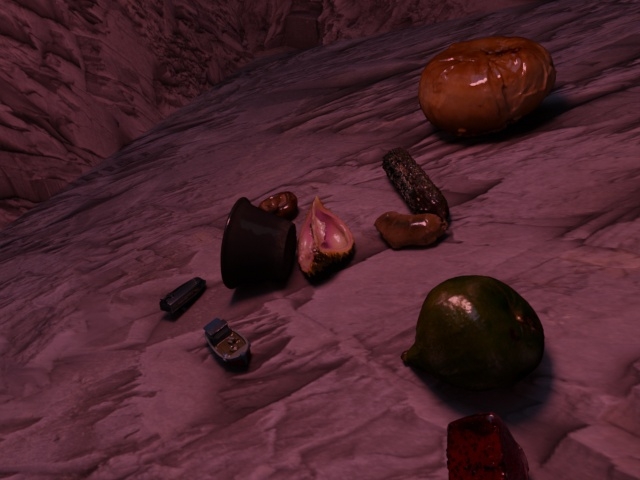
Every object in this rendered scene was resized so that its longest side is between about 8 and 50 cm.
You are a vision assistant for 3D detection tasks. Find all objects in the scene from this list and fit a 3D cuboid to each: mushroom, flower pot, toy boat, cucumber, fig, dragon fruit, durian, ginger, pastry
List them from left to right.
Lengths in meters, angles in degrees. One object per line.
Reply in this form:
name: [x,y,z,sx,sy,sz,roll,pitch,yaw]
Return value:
toy boat: [-0.351,0.139,1.318,0.055,0.060,0.141,5,33,36]
toy boat: [-0.203,0.221,1.103,0.069,0.059,0.173,-35,35,-22]
flower pot: [-0.143,0.016,1.265,0.148,0.235,0.235,8,38,9]
mushroom: [-0.129,-0.106,1.530,0.127,0.087,0.127,-12,36,9]
durian: [-0.002,-0.001,1.259,0.165,0.132,0.182,-39,46,-7]
ginger: [0.211,-0.029,1.232,0.190,0.069,0.095,1,42,31]
cucumber: [0.253,-0.144,1.364,0.096,0.096,0.359,-19,33,2]
fig: [0.235,0.180,0.858,0.235,0.203,0.203,-50,16,34]
pastry: [0.504,-0.470,1.565,0.409,0.245,0.410,-14,36,10]
dragon fruit: [0.230,0.317,0.695,0.102,0.096,0.147,-12,62,32]
